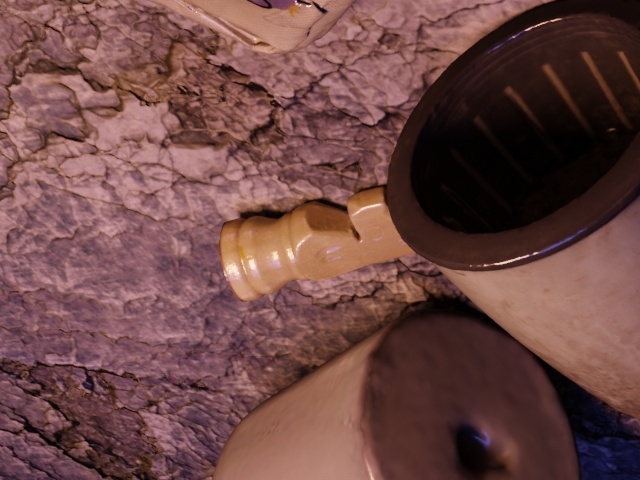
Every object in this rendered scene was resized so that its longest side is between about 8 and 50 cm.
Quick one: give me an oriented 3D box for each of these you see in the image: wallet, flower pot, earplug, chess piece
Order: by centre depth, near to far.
[{"bbox_3d":[-0.104,-0.254,1.544,0.275,0.068,0.335,21,161,-10],"label":"wallet"},{"bbox_3d":[0.263,-0.004,1.577,0.293,0.293,0.330,-14,134,33],"label":"flower pot"},{"bbox_3d":[0.000,0.000,1.854,0.200,0.090,0.090,-14,131,19],"label":"chess piece"},{"bbox_3d":[0.056,0.281,1.978,0.312,0.313,0.394,36,141,-19],"label":"earplug"}]
